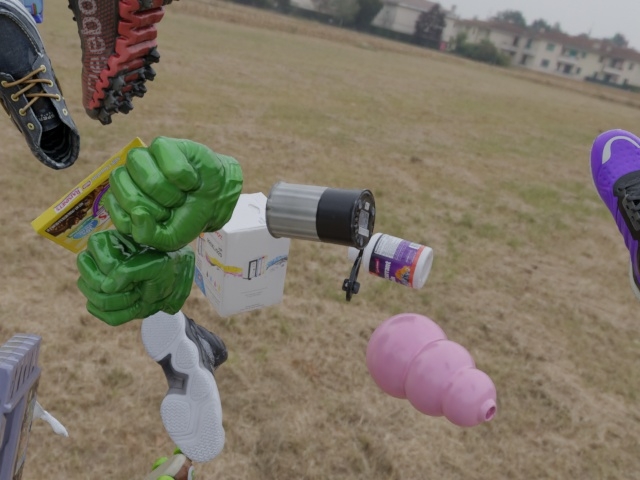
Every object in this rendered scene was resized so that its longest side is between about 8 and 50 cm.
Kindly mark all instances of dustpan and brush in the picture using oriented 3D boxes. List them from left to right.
[{"bbox_3d":[-0.698,0.410,1.508,0.060,0.147,0.211,-35,79,-34],"label":"dustpan and brush"}]

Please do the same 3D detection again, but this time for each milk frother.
[{"bbox_3d":[0.000,0.000,0.870,0.135,0.143,0.129,8,-22,26],"label":"milk frother"}]

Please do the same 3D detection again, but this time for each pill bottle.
[{"bbox_3d":[0.171,0.043,1.536,0.194,0.108,0.108,17,20,22],"label":"pill bottle"}]

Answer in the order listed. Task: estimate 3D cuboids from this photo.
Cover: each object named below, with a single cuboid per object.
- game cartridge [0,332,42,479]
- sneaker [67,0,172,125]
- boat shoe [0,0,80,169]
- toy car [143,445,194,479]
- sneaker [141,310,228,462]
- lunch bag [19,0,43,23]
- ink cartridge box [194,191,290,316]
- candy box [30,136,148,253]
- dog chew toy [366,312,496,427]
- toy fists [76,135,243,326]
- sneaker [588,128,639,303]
[{"bbox_3d":[-0.511,0.341,0.982,0.068,0.354,0.230,11,1,-10],"label":"game cartridge"},{"bbox_3d":[-0.285,-0.293,0.845,0.135,0.276,0.097,34,33,5],"label":"sneaker"},{"bbox_3d":[-0.278,-0.148,0.596,0.065,0.183,0.083,-31,68,-19],"label":"boat shoe"},{"bbox_3d":[-0.318,0.601,1.443,0.188,0.149,0.155,49,18,-8],"label":"toy car"},{"bbox_3d":[-0.204,0.238,1.056,0.268,0.101,0.153,66,11,20],"label":"sneaker"},{"bbox_3d":[-0.482,-0.383,0.764,0.293,0.220,0.138,-14,33,-33],"label":"lunch bag"},{"bbox_3d":[-0.190,0.028,1.479,0.168,0.232,0.171,-10,34,-31],"label":"ink cartridge box"},{"bbox_3d":[-0.335,-0.067,0.969,0.027,0.206,0.105,49,-2,22],"label":"candy box"},{"bbox_3d":[0.259,0.304,1.420,0.207,0.206,0.332,-3,22,-39],"label":"dog chew toy"},{"bbox_3d":[-0.210,-0.003,0.774,0.142,0.279,0.096,9,36,-37],"label":"toy fists"},{"bbox_3d":[0.490,-0.038,0.911,0.102,0.293,0.146,-19,-9,12],"label":"sneaker"}]
